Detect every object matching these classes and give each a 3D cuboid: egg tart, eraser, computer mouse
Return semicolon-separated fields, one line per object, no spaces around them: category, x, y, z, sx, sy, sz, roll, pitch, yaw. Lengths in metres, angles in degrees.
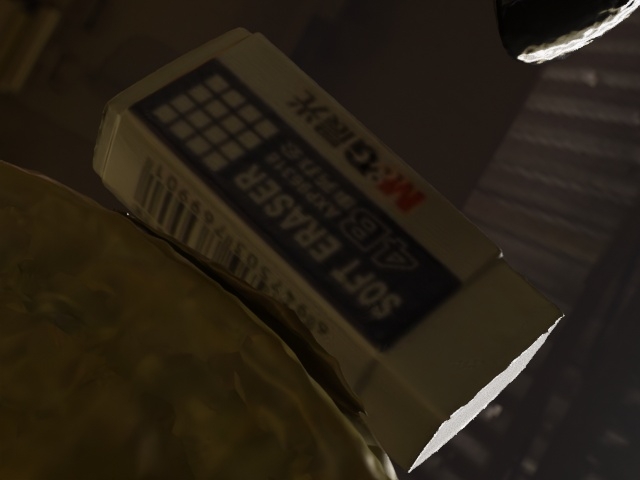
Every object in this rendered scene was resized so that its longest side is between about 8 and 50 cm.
egg tart;-0.093;0.105;0.417;0.115;0.290;0.290;-52;-176;-39
eraser;0.000;0.000;0.944;0.124;0.279;0.081;-36;162;-36
computer mouse;0.197;-0.216;0.948;0.264;0.088;0.147;-65;149;-16
